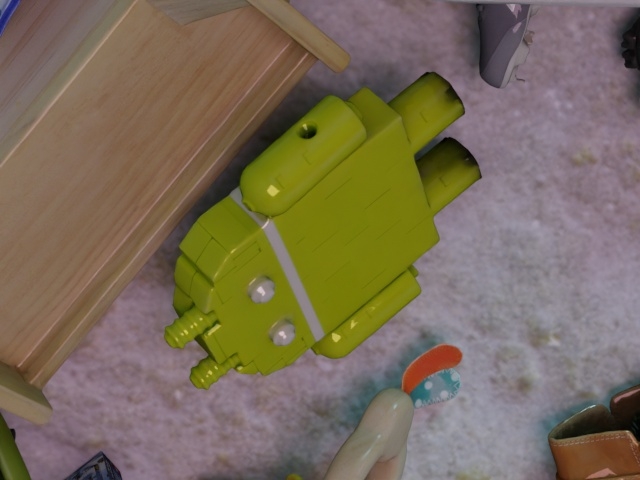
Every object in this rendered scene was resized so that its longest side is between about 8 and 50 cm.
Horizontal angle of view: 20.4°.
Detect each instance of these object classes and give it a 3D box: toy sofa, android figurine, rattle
[{"bbox_3d":[-0.170,-0.068,1.252,0.362,0.177,0.150,-50,136,5],"label":"toy sofa"},{"bbox_3d":[0.000,0.000,1.289,0.273,0.056,0.248,-40,147,-13],"label":"android figurine"},{"bbox_3d":[0.011,0.154,1.416,0.130,0.143,0.199,27,84,-52],"label":"rattle"}]

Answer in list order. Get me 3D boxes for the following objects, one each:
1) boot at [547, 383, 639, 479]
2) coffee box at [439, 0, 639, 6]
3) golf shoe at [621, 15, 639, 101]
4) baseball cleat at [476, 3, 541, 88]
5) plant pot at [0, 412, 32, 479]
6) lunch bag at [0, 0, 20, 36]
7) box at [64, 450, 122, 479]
[{"bbox_3d":[0.231,0.256,1.460,0.283,0.109,0.220,-28,113,-6],"label":"boot"},{"bbox_3d":[0.187,-0.326,1.032,0.334,0.337,0.338,0,107,-11],"label":"coffee box"},{"bbox_3d":[0.279,-0.219,1.336,0.120,0.105,0.273,-27,117,-24],"label":"golf shoe"},{"bbox_3d":[0.120,-0.219,1.309,0.109,0.072,0.206,10,101,-3],"label":"baseball cleat"},{"bbox_3d":[-0.326,0.206,1.251,0.207,0.227,0.228,19,102,-26],"label":"plant pot"},{"bbox_3d":[-0.222,-0.213,1.183,0.096,0.129,0.151,27,98,-25],"label":"lunch bag"},{"bbox_3d":[-0.206,0.228,1.352,0.137,0.094,0.027,-38,112,1],"label":"box"}]
